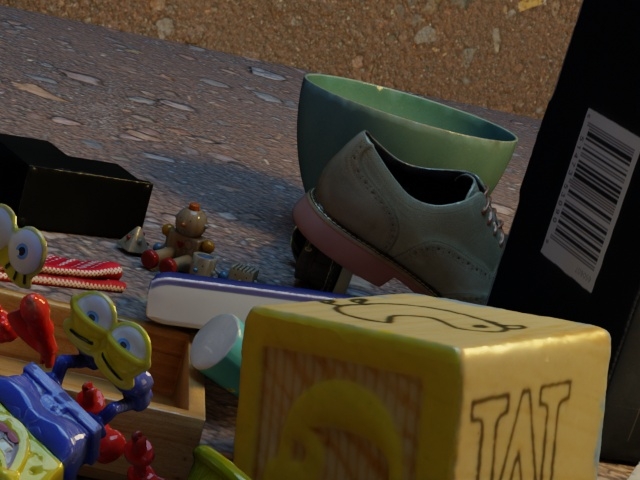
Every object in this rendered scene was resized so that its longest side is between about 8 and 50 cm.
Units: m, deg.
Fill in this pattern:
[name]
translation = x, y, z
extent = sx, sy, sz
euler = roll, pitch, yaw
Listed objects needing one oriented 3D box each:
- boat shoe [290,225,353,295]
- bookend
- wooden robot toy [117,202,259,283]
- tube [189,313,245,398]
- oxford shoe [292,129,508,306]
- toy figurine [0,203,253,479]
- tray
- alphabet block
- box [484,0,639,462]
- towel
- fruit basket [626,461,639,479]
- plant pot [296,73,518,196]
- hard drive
[boat shoe]
translation = 0.000, 0.000, 1.978
extent = 0.068, 0.081, 0.228
euler = 18, 16, -8
[bookend]
translation = -0.303, -0.066, 1.925
extent = 0.156, 0.072, 0.157
euler = 7, 15, -34
[wooden robot toy]
translation = -0.145, 0.000, 1.825
extent = 0.173, 0.079, 0.076
euler = 21, 15, 25
[tube]
translation = -0.021, 0.135, 1.360
extent = 0.207, 0.052, 0.080
euler = 41, 3, -33
[oxford shoe]
translation = 0.169, 0.011, 1.876
extent = 0.397, 0.146, 0.140
euler = 25, 22, -23
[toy figurine]
translation = -0.185, 0.173, 1.048
extent = 0.362, 0.191, 0.217
euler = 42, 61, 19
[tray]
translation = -0.299, 0.092, 1.301
extent = 0.410, 0.076, 0.203
euler = 13, 14, -8
[alphabet block]
translation = 0.070, 0.147, 1.171
extent = 0.192, 0.194, 0.197
euler = 7, 6, 38
[box]
translation = 0.483, -0.016, 1.734
extent = 0.471, 0.480, 0.297
euler = 9, 17, -22
[towel]
translation = -0.339, 0.008, 1.520
extent = 0.274, 0.031, 0.199
euler = 10, 1, 37
[fruit basket]
translation = 0.417, 0.232, 1.354
extent = 0.327, 0.165, 0.353
euler = 20, 11, 17
[plant pot]
translation = 0.092, -0.084, 2.164
extent = 0.290, 0.195, 0.290
euler = 15, 12, -3
[hard drive]
translation = -0.055, 0.062, 1.545
extent = 0.210, 0.040, 0.318
euler = 8, -1, -5
